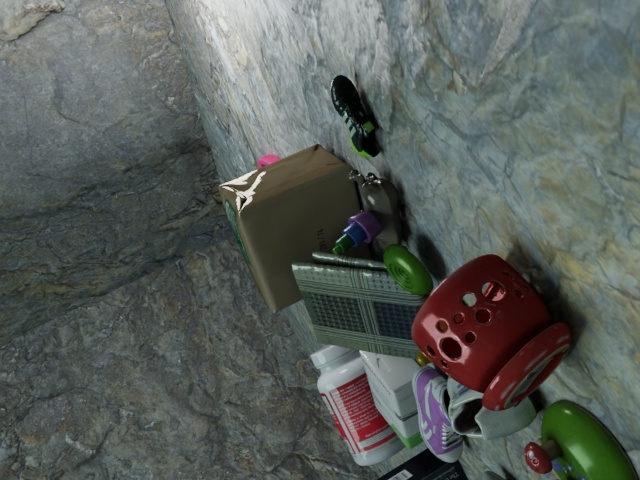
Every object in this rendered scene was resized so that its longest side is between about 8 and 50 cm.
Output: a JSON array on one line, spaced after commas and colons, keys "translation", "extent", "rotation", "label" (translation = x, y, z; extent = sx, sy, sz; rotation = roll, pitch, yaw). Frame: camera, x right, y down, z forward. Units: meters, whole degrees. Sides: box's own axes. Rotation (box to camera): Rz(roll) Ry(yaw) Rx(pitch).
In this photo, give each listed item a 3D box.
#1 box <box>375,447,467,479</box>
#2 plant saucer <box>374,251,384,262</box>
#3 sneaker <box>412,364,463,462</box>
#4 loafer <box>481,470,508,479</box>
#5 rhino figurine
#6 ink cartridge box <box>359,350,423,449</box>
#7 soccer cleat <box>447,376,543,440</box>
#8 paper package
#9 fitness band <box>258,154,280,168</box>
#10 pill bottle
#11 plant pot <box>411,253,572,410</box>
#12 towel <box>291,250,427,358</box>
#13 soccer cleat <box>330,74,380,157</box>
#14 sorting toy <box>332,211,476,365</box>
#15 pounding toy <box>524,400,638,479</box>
[{"translation": [0.296, 0.841, 1.747], "extent": [0.312, 0.343, 0.179], "rotation": [63, 166, 0], "label": "box"}, {"translation": [0.186, 0.114, 1.478], "extent": [0.067, 0.018, 0.192], "rotation": [19, 134, 63], "label": "plant saucer"}, {"translation": [0.318, 0.463, 1.477], "extent": [0.161, 0.102, 0.282], "rotation": [25, 139, 65], "label": "sneaker"}, {"translation": [0.440, 0.684, 1.428], "extent": [0.111, 0.112, 0.319], "rotation": [-129, 25, -59], "label": "loafer"}, {"translation": [0.133, -0.041, 1.272], "extent": [0.106, 0.073, 0.243], "rotation": [42, 158, 47], "label": "rhino figurine"}, {"translation": [0.229, 0.438, 1.730], "extent": [0.198, 0.115, 0.272], "rotation": [47, 159, 50], "label": "ink cartridge box"}, {"translation": [0.297, 0.320, 1.178], "extent": [0.116, 0.143, 0.331], "rotation": [62, 167, 5], "label": "soccer cleat"}, {"translation": [-0.055, -0.030, 1.499], "extent": [0.168, 0.310, 0.324], "rotation": [46, 157, 51], "label": "paper package"}, {"translation": [-0.151, -0.200, 2.115], "extent": [0.291, 0.054, 0.209], "rotation": [30, 144, 66], "label": "fitness band"}, {"translation": [0.132, 0.539, 2.050], "extent": [0.407, 0.229, 0.229], "rotation": [63, 167, 5], "label": "pill bottle"}, {"translation": [0.263, 0.143, 0.894], "extent": [0.174, 0.191, 0.191], "rotation": [46, 160, 31], "label": "plant pot"}, {"translation": [0.107, 0.160, 1.439], "extent": [0.324, 0.056, 0.312], "rotation": [5, 135, 23], "label": "towel"}, {"translation": [0.073, -0.243, 1.169], "extent": [0.072, 0.060, 0.178], "rotation": [30, 152, 51], "label": "soccer cleat"}, {"translation": [0.157, 0.110, 1.194], "extent": [0.365, 0.126, 0.127], "rotation": [48, 163, 4], "label": "sorting toy"}, {"translation": [0.399, 0.381, 0.974], "extent": [0.183, 0.110, 0.236], "rotation": [54, 164, 36], "label": "pounding toy"}]
